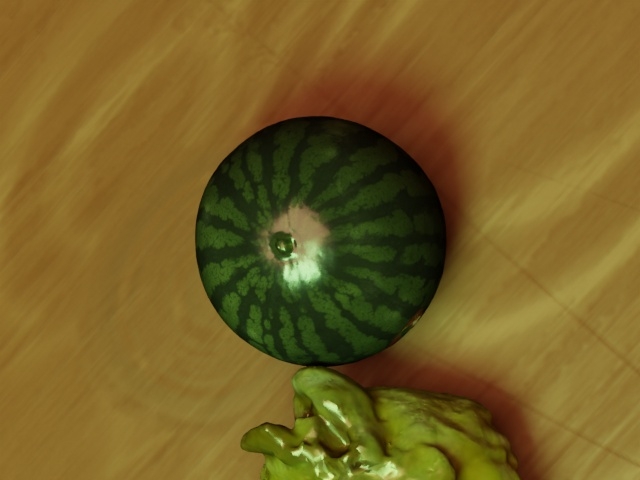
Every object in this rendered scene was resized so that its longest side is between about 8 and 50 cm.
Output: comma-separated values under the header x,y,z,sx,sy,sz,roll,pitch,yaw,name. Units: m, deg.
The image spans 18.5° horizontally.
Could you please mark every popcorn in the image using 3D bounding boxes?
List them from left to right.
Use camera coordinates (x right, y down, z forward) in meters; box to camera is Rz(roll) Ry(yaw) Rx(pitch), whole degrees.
x,y,z,sx,sy,sz,roll,pitch,yaw,name
0.050,0.221,1.569,0.233,0.192,0.266,-39,105,7,popcorn

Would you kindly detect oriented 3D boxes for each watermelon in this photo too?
x,y,z,sx,sy,sz,roll,pitch,yaw,name
0.000,0.000,1.597,0.212,0.212,0.212,-1,86,16,watermelon
